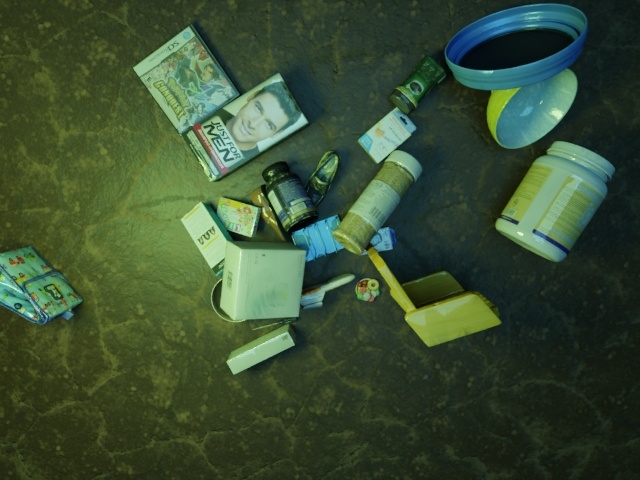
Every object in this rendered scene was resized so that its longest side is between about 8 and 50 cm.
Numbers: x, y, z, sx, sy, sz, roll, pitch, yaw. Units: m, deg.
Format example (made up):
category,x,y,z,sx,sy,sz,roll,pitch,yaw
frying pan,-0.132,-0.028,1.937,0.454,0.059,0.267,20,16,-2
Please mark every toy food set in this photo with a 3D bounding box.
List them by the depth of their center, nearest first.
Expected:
category,x,y,z,sx,sy,sz,roll,pitch,yaw
toy food set,0.166,0.175,1.743,0.084,0.020,0.082,1,98,0

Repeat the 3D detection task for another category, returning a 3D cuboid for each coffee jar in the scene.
category,x,y,z,sx,sy,sz,roll,pitch,yaw
coffee jar,0.315,-0.504,1.614,0.096,0.079,0.184,43,94,-5

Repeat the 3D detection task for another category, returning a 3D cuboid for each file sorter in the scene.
category,x,y,z,sx,sy,sz,roll,pitch,yaw
file sorter,0.000,0.000,1.679,0.171,0.104,0.118,-20,98,3

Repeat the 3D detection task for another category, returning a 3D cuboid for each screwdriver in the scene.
category,x,y,z,sx,sy,sz,roll,pitch,yaw
screwdriver,-0.163,0.298,1.770,0.170,0.025,0.024,-15,98,12

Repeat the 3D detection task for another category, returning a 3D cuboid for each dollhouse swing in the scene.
category,x,y,z,sx,sy,sz,roll,pitch,yaw
dollhouse swing,0.340,0.118,1.568,0.316,0.347,0.304,-19,97,3

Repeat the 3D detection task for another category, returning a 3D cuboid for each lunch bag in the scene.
category,x,y,z,sx,sy,sz,roll,pitch,yaw
lunch bag,-0.959,0.171,1.657,0.293,0.221,0.138,40,96,-4

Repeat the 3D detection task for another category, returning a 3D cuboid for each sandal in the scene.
category,x,y,z,sx,sy,sz,roll,pitch,yaw
sandal,0.003,0.191,1.707,0.266,0.102,0.076,-20,96,1

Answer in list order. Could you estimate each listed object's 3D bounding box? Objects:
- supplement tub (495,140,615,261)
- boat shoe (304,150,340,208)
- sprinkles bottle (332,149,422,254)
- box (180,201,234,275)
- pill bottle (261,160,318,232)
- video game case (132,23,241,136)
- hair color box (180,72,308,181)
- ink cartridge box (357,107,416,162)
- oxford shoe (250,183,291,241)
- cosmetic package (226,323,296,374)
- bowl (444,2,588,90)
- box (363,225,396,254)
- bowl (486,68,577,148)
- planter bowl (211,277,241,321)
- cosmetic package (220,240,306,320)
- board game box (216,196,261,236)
category,x,y,z,sx,sy,sz,roll,pitch,yaw
supplement tub,0.748,-0.123,1.583,0.241,0.241,0.331,30,97,-3
boat shoe,-0.001,-0.200,1.666,0.080,0.073,0.223,28,97,-4
sprinkles bottle,0.185,-0.125,1.598,0.121,0.121,0.355,38,78,-4
box,-0.361,-0.005,1.657,0.101,0.060,0.244,-39,73,11
pill bottle,-0.106,-0.146,1.634,0.123,0.123,0.219,-28,79,4
video game case,-0.444,-0.529,1.646,0.248,0.035,0.274,-34,96,5
hair color box,-0.243,-0.365,1.627,0.375,0.113,0.185,-31,96,4
ink cartridge box,0.225,-0.354,1.647,0.181,0.061,0.104,-41,95,5
oxford shoe,-0.170,-0.084,1.697,0.076,0.076,0.212,-27,94,29
cosmetic package,-0.204,0.381,1.739,0.239,0.099,0.060,-27,99,5
bowl,0.575,-0.576,1.472,0.392,0.391,0.077,-22,130,4
box,0.193,0.000,1.715,0.136,0.028,0.081,-11,97,4
bowl,0.635,-0.451,1.565,0.290,0.289,0.156,-32,53,5
planter bowl,-0.284,0.188,1.707,0.162,0.109,0.161,0,98,1
cosmetic package,-0.181,0.123,1.569,0.225,0.138,0.223,1,101,-31
board game box,-0.282,-0.081,1.682,0.154,0.026,0.103,17,99,21
